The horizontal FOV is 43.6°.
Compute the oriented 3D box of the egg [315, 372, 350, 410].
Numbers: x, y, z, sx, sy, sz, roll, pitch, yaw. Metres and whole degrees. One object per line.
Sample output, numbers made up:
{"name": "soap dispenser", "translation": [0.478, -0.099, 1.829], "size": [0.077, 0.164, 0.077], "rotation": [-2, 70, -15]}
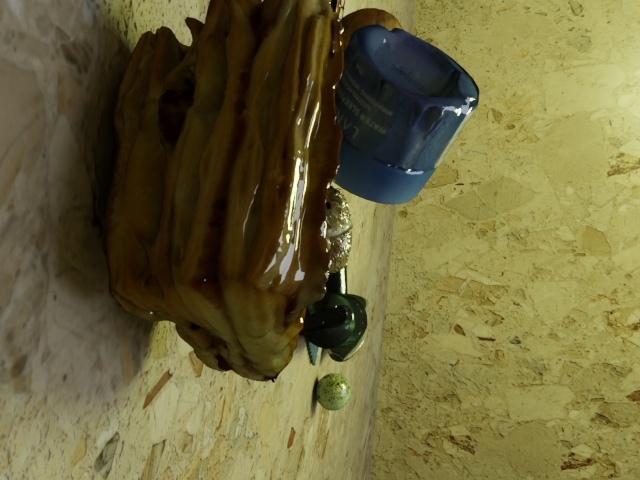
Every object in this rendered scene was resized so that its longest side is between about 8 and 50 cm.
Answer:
{"name": "egg", "translation": [0.031, 0.368, 1.934], "size": [0.110, 0.085, 0.085], "rotation": [90, 12, -46]}

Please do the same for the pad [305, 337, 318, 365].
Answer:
{"name": "pad", "translation": [-0.002, 0.111, 1.790], "size": [0.269, 0.012, 0.269], "rotation": [82, 18, -55]}

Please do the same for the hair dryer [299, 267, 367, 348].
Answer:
{"name": "hair dryer", "translation": [0.020, 0.068, 1.631], "size": [0.244, 0.116, 0.302], "rotation": [34, 52, -78]}

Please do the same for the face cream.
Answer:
{"name": "face cream", "translation": [0.119, -0.224, 1.391], "size": [0.225, 0.249, 0.249], "rotation": [-60, -175, 35]}

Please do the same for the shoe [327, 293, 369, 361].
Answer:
{"name": "shoe", "translation": [0.068, 0.239, 2.044], "size": [0.227, 0.099, 0.112], "rotation": [-72, 172, -48]}

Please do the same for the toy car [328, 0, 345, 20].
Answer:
{"name": "toy car", "translation": [0.019, -0.436, 1.471], "size": [0.122, 0.035, 0.059], "rotation": [-46, 145, -76]}

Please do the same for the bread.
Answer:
{"name": "bread", "translation": [-0.089, -0.040, 0.765], "size": [0.370, 0.192, 0.314], "rotation": [104, -9, -73]}

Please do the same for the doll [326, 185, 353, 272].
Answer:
{"name": "doll", "translation": [0.006, 0.004, 1.479], "size": [0.115, 0.105, 0.221], "rotation": [-17, 117, -49]}

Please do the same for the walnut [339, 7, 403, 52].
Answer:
{"name": "walnut", "translation": [0.088, -0.356, 1.565], "size": [0.167, 0.168, 0.207], "rotation": [77, 25, -62]}
